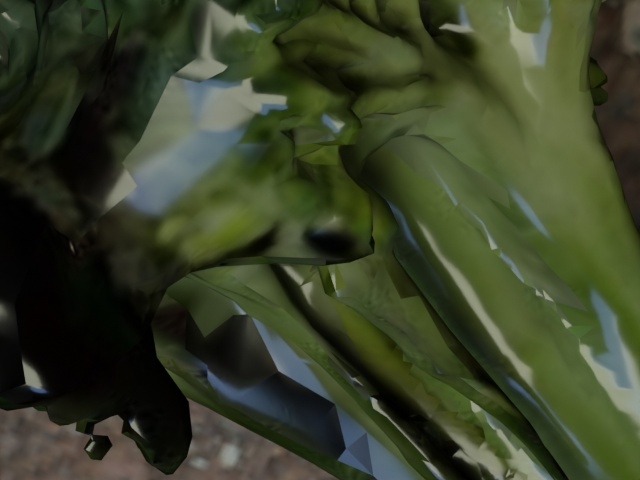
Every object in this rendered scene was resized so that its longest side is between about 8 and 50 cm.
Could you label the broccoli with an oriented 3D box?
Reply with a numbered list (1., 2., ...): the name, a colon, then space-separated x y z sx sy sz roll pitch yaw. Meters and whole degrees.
1. broccoli: 0.000 0.000 0.478 0.243 0.247 0.263 49 133 -8
